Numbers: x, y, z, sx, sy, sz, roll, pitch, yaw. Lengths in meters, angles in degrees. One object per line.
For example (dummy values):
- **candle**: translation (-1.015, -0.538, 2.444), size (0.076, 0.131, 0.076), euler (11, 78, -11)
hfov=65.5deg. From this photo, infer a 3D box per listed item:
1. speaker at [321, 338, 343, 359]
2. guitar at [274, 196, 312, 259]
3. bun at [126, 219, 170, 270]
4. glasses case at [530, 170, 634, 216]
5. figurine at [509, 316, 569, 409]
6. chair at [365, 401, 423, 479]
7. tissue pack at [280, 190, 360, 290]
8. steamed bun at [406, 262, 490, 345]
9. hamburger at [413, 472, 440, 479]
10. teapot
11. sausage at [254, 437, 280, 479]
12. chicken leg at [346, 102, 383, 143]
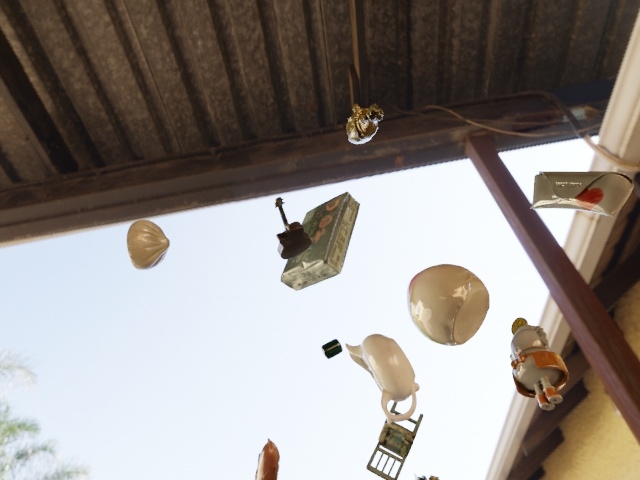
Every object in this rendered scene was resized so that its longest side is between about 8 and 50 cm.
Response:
- **speaker**: translation (0.039, 0.403, 1.890), size (0.075, 0.094, 0.060), euler (-26, -66, -10)
- **guitar**: translation (-0.076, -0.031, 1.177), size (0.088, 0.025, 0.233), euler (-28, -31, -9)
- **bun**: translation (-0.445, 0.010, 1.316), size (0.094, 0.138, 0.138), euler (-7, -45, 6)
- **glasses case**: translation (0.773, -0.151, 1.528), size (0.083, 0.308, 0.128), euler (24, -95, -31)
- **figurine**: translation (0.560, 0.315, 1.320), size (0.143, 0.271, 0.143), euler (-9, -44, -9)
- **chair**: translation (0.300, 0.799, 1.988), size (0.136, 0.270, 0.147), euler (22, -56, 20)
- **tissue pack**: translation (0.000, 0.000, 1.681), size (0.103, 0.316, 0.228), euler (39, -41, -24)
- **steamed bun**: translation (0.438, 0.217, 1.821), size (0.309, 0.309, 0.309), euler (-5, -45, -5)
- **hamburger**: translation (0.299, 0.788, 1.384), size (0.138, 0.262, 0.243), euler (4, -4, 15)
- **teapot**: translation (0.184, 0.373, 1.412), size (0.139, 0.298, 0.204), euler (-27, -53, -9)
- **sausage**: translation (-0.186, 0.852, 1.657), size (0.087, 0.088, 0.433), euler (3, -74, -13)
- **chicken leg**: translation (0.137, -0.368, 1.521), size (0.088, 0.103, 0.228), euler (10, -13, -9)
